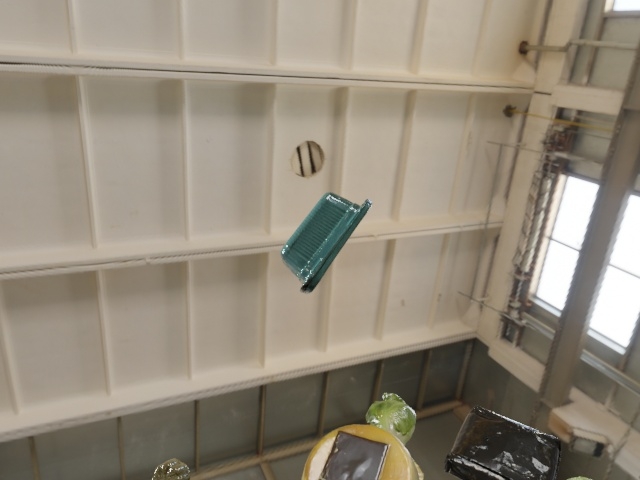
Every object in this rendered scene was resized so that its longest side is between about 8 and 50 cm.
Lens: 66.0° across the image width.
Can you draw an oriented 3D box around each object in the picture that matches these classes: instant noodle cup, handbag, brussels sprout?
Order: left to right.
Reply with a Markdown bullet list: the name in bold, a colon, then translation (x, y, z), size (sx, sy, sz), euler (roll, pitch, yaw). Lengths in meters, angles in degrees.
- **instant noodle cup**: translation (0.000, 0.000, 0.732), size (0.070, 0.179, 0.157), euler (36, -98, 3)
- **brussels sprout**: translation (0.192, 0.495, 1.347), size (0.139, 0.181, 0.100), euler (-23, -86, 10)
- **handbag**: translation (0.460, 0.538, 1.234), size (0.223, 0.247, 0.080), euler (-35, -46, -50)

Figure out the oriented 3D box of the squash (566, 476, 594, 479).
- **squash**: translation (0.512, 0.544, 0.942), size (0.170, 0.170, 0.122), euler (-8, -64, -23)

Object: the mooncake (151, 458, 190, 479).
- **mooncake**: translation (-0.255, 0.496, 0.682), size (0.150, 0.346, 0.057), euler (-18, -35, 19)

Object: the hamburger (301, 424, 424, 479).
- **hamburger**: translation (0.095, 0.587, 1.154), size (0.300, 0.300, 0.176), euler (-23, -50, -16)
